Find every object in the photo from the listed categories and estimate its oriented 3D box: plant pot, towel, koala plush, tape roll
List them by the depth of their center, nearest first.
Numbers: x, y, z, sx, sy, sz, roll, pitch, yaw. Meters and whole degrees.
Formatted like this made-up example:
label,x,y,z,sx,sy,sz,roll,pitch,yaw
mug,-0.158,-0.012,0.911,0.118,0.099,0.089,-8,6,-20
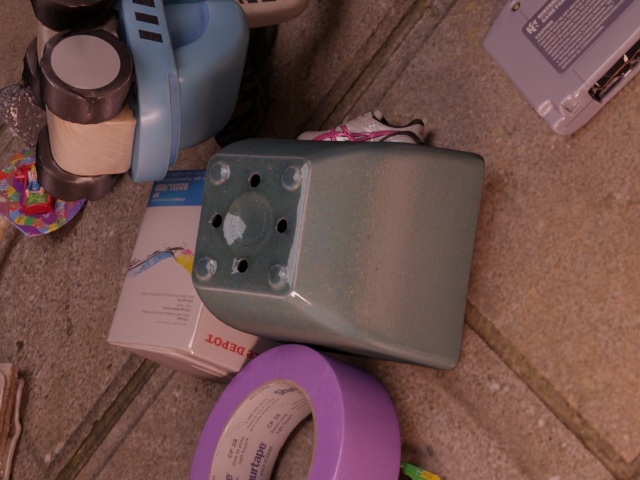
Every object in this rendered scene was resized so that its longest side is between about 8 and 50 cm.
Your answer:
label,x,y,z,sx,sy,sz,roll,pitch,yaw
plant pot,0.000,0.000,1.554,0.247,0.252,0.248,5,86,38
tape roll,-0.034,0.260,1.593,0.275,0.090,0.275,-30,47,39
towel,-0.525,0.320,2.092,0.187,0.049,0.282,-7,66,43
koala plush,-0.392,-0.199,2.137,0.196,0.203,0.221,-33,30,-12

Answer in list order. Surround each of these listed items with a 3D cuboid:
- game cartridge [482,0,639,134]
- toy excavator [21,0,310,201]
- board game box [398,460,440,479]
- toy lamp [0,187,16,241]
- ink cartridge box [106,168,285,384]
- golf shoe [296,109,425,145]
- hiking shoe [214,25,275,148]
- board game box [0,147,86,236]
label,x,y,z,sx,sy,sz,roll,pitch,yaw
game cartridge,0.322,-0.279,1.577,0.294,0.060,0.196,-46,49,17
toy excavator,-0.153,-0.276,1.801,0.222,0.445,0.433,110,151,-54
board game box,0.052,0.364,1.528,0.124,0.039,0.259,15,84,49
toy lamp,-0.541,0.052,2.218,0.080,0.080,0.275,25,87,47
ink cartridge box,-0.126,0.049,1.753,0.168,0.171,0.233,1,71,45
golf shoe,0.051,-0.120,1.749,0.186,0.067,0.086,11,73,36
hiking shoe,-0.131,-0.233,1.938,0.086,0.114,0.227,-15,60,39
board game box,-0.439,-0.085,2.163,0.168,0.033,0.133,35,74,28
